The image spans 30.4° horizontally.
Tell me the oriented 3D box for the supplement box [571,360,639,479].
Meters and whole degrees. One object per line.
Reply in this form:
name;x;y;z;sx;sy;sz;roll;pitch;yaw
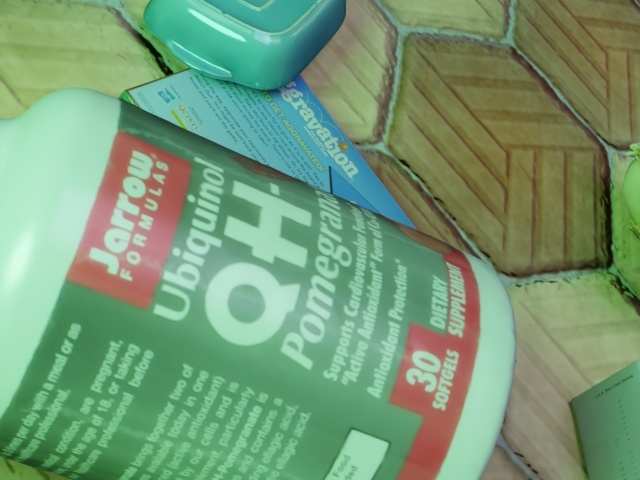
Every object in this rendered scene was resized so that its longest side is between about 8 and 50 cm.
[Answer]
supplement box;0.299;0.175;0.834;0.239;0.073;0.130;15;52;-28

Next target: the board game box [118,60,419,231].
board game box;0.000;0.000;0.765;0.145;0.027;0.281;-30;80;-44

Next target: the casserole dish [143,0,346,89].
casserole dish;-0.044;-0.171;0.819;0.114;0.037;0.188;29;39;3

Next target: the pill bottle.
pill bottle;-0.082;0.033;0.567;0.319;0.176;0.176;23;49;-18

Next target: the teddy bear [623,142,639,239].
teddy bear;0.379;0.031;0.934;0.338;0.113;0.245;39;8;3
